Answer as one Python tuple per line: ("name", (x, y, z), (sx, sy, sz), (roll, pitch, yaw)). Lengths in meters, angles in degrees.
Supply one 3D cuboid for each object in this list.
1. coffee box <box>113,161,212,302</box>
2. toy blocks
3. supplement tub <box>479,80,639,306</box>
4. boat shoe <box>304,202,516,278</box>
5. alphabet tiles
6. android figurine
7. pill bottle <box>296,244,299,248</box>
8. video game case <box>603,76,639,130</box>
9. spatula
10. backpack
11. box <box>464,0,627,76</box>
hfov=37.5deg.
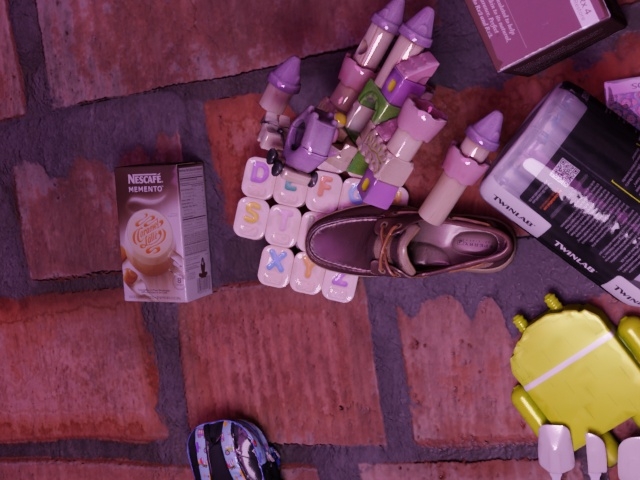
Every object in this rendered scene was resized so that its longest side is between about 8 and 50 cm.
("coffee box", (-0.285, -0.017, 1.718), (0.141, 0.098, 0.247), (-1, 97, 24))
("toy blocks", (0.090, -0.222, 1.353), (0.260, 0.308, 0.289), (-59, 33, 26))
("supplement tub", (0.411, -0.049, 1.321), (0.338, 0.207, 0.207), (37, 111, 3))
("boat shoe", (0.134, 0.004, 1.483), (0.341, 0.123, 0.123), (4, 92, 12))
("alphabet tiles", (0.000, -0.046, 1.580), (0.284, 0.021, 0.278), (13, 91, 9))
("android figurine", (0.408, 0.210, 1.460), (0.248, 0.056, 0.273), (-41, 83, 25))
("pill bottle", (0.000, 0.000, 1.621), (0.083, 0.043, 0.043), (0, 98, 25))
("video game case", (0.497, -0.165, 1.386), (0.143, 0.019, 0.157), (-5, 96, 25))
("spatula", (0.427, 0.397, 1.472), (0.168, 0.019, 0.242), (0, 115, 22))
("backpack", (-0.155, 0.401, 1.709), (0.158, 0.117, 0.173), (-16, 91, 26))
("box", (0.315, -0.345, 1.341), (0.167, 0.203, 0.169), (-25, 87, 26))
